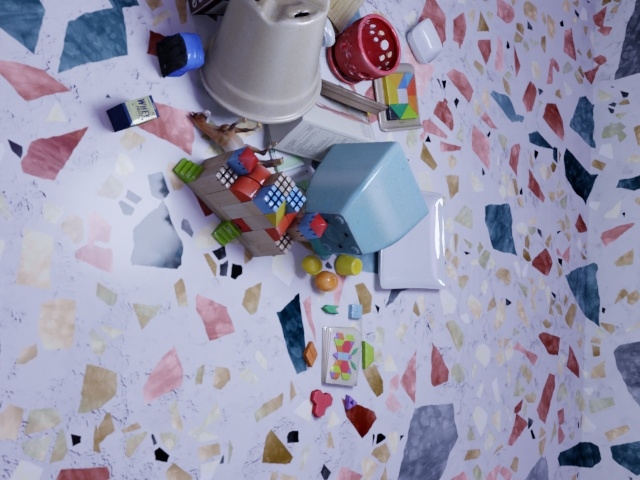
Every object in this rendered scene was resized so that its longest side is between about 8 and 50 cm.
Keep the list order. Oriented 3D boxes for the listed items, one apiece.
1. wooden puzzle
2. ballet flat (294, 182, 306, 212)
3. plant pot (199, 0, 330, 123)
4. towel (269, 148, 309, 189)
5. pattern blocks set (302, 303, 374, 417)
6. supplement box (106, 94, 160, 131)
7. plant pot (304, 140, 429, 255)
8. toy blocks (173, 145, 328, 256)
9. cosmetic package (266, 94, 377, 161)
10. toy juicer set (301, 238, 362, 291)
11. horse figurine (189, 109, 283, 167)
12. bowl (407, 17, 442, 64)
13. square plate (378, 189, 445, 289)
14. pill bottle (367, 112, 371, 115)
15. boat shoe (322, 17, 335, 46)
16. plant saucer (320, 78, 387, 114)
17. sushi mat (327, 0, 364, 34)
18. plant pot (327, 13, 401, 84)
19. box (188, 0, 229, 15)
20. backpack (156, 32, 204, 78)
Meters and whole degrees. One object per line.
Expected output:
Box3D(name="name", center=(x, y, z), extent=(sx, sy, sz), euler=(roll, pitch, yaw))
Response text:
Box3D(name="wooden puzzle", center=(0.272, -0.501, 2.242), extent=(0.221, 0.044, 0.238), euler=(-14, 95, -42))
Box3D(name="ballet flat", center=(-0.046, -0.112, 1.887), extent=(0.168, 0.057, 0.052), euler=(35, 76, -47))
Box3D(name="plant pot", center=(-0.121, -0.516, 1.618), extent=(0.334, 0.305, 0.333), euler=(7, 63, -14))
Box3D(name="towel", center=(-0.084, -0.212, 1.898), extent=(0.113, 0.023, 0.152), euler=(-26, 103, -40))
Box3D(name="pattern blocks set", center=(0.063, 0.353, 1.969), extent=(0.285, 0.026, 0.324), euler=(-3, 87, -43))
Box3D(name="supplement box", center=(-0.445, -0.301, 1.535), extent=(0.083, 0.083, 0.056), euler=(-31, 107, -41))
Box3D(name="plant pot", center=(0.100, -0.097, 1.772), extent=(0.252, 0.247, 0.247), euler=(-49, 126, -30))
Box3D(name="toy blocks", center=(-0.157, -0.095, 1.657), extent=(0.381, 0.261, 0.190), euler=(50, 56, -27))
Box3D(name="cosmetic package", center=(0.003, -0.325, 1.886), extent=(0.296, 0.153, 0.129), euler=(11, 56, -43))
Box3D(name="toy juicer set", center=(0.000, 0.000, 1.907), extent=(0.209, 0.089, 0.329), euler=(-38, 122, -36))
Box3D(name="horse figurine", center=(-0.207, -0.255, 1.717), extent=(0.263, 0.175, 0.066), euler=(44, 49, -46))
Box3D(name="bowl", center=(0.372, -0.718, 2.351), extent=(0.142, 0.053, 0.142), euler=(-47, 116, -36))
Box3D(name="square plate", center=(0.305, -0.006, 2.215), extent=(0.344, 0.049, 0.347), euler=(5, 82, -43))
Box3D(name="pill bottle", center=(0.149, -0.429, 2.120), extent=(0.083, 0.043, 0.043), euler=(-16, 96, -42))
Box3D(name="boat shoe", center=(-0.043, -0.678, 1.958), extent=(0.081, 0.079, 0.227), euler=(-43, 109, -27))
Box3D(name="plant saucer", center=(0.065, -0.434, 1.918), extent=(0.278, 0.278, 0.041), euler=(11, 108, -41))
Box3D(name="sushi mat", center=(0.085, -0.823, 2.122), extent=(0.151, 0.019, 0.316), euler=(48, 56, -27))
Box3D(name="plant pot", center=(0.128, -0.592, 2.031), extent=(0.191, 0.174, 0.191), euler=(5, 82, -43))
Box3D(name="box", center=(-0.272, -0.804, 1.714), extent=(0.191, 0.143, 0.381), euler=(-16, 95, -42))
Box3D(name="backpack", center=(-0.342, -0.472, 1.623), extent=(0.101, 0.120, 0.098), euler=(-22, 100, -42))
